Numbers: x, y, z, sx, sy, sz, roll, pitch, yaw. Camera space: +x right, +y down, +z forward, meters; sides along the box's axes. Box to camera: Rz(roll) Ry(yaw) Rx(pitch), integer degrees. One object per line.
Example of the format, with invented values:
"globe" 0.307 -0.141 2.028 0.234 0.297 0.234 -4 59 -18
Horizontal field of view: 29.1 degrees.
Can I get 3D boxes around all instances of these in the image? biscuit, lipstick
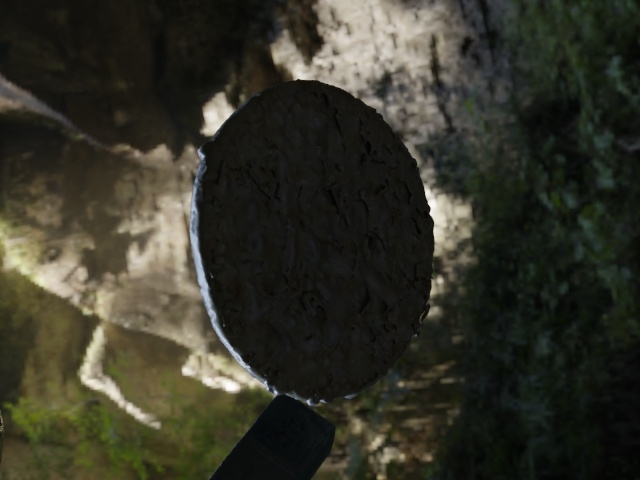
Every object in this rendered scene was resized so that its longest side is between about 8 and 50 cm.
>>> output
"biscuit" 0.000 0.000 0.566 0.152 0.020 0.152 4 -96 -43
"lipstick" -0.102 0.273 1.064 0.317 0.066 0.068 -50 -16 -29

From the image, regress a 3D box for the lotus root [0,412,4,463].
"lotus root" -0.373 0.165 0.878 0.346 0.250 0.250 18 -113 -74
